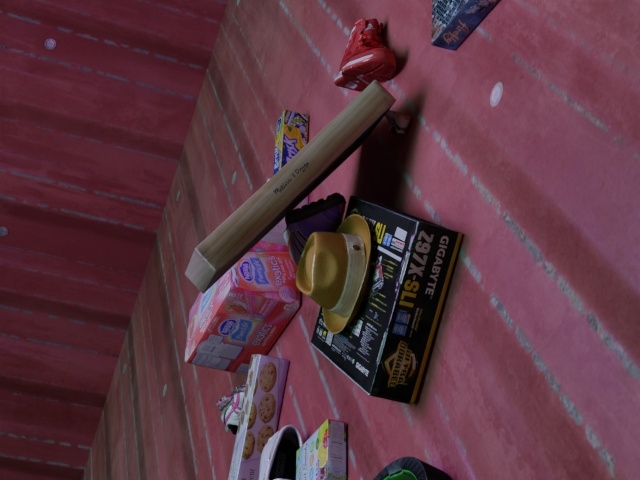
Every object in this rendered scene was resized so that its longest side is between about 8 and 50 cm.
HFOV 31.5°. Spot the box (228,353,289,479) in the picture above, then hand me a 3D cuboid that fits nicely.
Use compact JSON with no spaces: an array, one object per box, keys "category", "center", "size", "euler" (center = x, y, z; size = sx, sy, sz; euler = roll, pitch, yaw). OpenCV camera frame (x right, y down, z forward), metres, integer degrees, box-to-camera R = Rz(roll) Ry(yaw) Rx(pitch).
[{"category":"box","center":[-0.125,0.381,2.177],"size":[0.063,0.067,0.324],"euler":[163,119,-70]}]

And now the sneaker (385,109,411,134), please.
[{"category":"sneaker","center":[0.123,-0.196,1.889],"size":[0.083,0.032,0.037],"euler":[-137,62,-71]}]

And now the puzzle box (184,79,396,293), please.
[{"category":"puzzle box","center":[-0.057,-0.083,1.892],"size":[0.409,0.052,0.272],"euler":[-44,-1,-15]}]

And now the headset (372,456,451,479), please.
[{"category":"headset","center":[0.089,0.470,1.414],"size":[0.243,0.185,0.394],"euler":[-41,24,55]}]

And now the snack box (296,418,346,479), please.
[{"category":"snack box","center":[0.000,0.365,1.849],"size":[0.141,0.037,0.100],"euler":[126,153,-51]}]

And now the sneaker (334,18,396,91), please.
[{"category":"sneaker","center":[0.082,-0.350,2.038],"size":[0.221,0.087,0.128],"euler":[173,108,-70]}]

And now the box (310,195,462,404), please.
[{"category":"box","center":[0.090,0.080,1.720],"size":[0.322,0.079,0.257],"euler":[-153,80,-72]}]

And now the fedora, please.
[{"category":"fedora","center":[0.012,0.045,1.728],"size":[0.194,0.079,0.194],"euler":[-167,90,-72]}]

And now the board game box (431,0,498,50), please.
[{"category":"board game box","center":[0.237,-0.414,1.679],"size":[0.243,0.042,0.165],"euler":[135,145,-58]}]

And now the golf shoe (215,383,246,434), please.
[{"category":"golf shoe","center":[-0.149,0.337,2.305],"size":[0.186,0.067,0.086],"euler":[-43,66,57]}]

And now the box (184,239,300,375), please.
[{"category":"box","center":[-0.161,0.136,2.319],"size":[0.300,0.154,0.142],"euler":[123,154,-48]}]

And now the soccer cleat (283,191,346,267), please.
[{"category":"soccer cleat","center":[0.000,0.000,1.937],"size":[0.318,0.108,0.116],"euler":[121,128,-79]}]

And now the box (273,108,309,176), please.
[{"category":"box","center":[-0.063,-0.192,2.407],"size":[0.054,0.059,0.169],"euler":[124,153,-53]}]

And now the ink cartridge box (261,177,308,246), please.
[{"category":"ink cartridge box","center":[-0.085,-0.053,2.325],"size":[0.143,0.090,0.092],"euler":[129,149,-51]}]

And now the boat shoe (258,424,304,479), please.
[{"category":"boat shoe","center":[-0.069,0.431,1.918],"size":[0.084,0.095,0.258],"euler":[116,158,-46]}]
